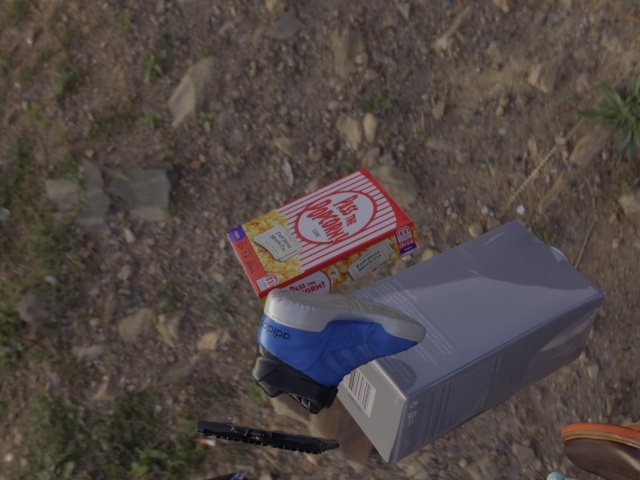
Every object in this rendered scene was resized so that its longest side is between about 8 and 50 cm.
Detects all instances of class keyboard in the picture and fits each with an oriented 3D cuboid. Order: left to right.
[{"bbox_3d":[-0.075,0.260,1.151,0.180,0.108,0.023,3,78,23],"label":"keyboard"}]

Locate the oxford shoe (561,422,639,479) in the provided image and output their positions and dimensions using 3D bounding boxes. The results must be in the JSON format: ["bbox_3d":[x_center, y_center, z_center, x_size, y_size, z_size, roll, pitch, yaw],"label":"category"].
[{"bbox_3d":[0.304,0.226,0.742,0.271,0.097,0.098,11,78,61],"label":"oxford shoe"}]

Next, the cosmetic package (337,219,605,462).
[{"bbox_3d":[0.129,0.085,0.806,0.238,0.107,0.127,-19,47,-27],"label":"cosmetic package"}]

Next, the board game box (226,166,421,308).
[{"bbox_3d":[0.000,0.000,1.028,0.193,0.045,0.147,-26,36,-7],"label":"board game box"}]

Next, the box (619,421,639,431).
[{"bbox_3d":[0.542,0.372,1.620,0.136,0.081,0.028,-13,58,4],"label":"box"}]

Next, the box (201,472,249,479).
[{"bbox_3d":[-0.290,0.548,0.937,0.479,0.472,0.297,-21,109,30],"label":"box"}]

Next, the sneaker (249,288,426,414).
[{"bbox_3d":[0.012,0.088,0.664,0.058,0.152,0.085,27,102,46],"label":"sneaker"}]

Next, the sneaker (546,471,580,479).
[{"bbox_3d":[0.332,0.411,1.270,0.094,0.256,0.151,-54,35,27],"label":"sneaker"}]
